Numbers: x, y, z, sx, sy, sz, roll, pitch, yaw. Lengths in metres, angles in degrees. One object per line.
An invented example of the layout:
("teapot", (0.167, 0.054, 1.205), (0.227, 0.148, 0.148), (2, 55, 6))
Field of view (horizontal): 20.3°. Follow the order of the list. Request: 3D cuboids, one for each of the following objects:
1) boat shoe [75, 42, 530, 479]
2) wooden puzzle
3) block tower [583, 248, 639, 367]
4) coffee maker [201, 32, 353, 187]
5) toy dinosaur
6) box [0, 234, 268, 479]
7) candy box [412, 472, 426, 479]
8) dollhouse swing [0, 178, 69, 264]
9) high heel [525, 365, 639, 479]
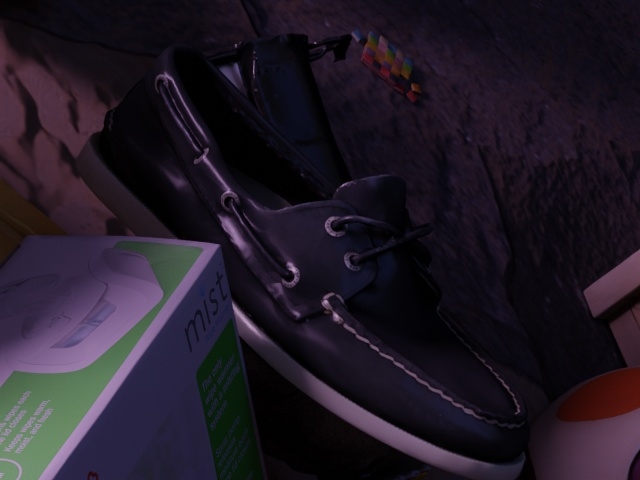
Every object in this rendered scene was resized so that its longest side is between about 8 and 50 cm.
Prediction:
("boat shoe", (0.002, 0.000, 1.018), (0.340, 0.113, 0.127), (41, 20, 33))
("wooden puzzle", (0.060, -0.160, 1.596), (0.083, 0.006, 0.049), (37, 37, -16))
("block tower", (0.395, 0.078, 1.657), (0.335, 0.091, 0.097), (10, 50, -41))
("coffee maker", (-0.024, -0.050, 1.271), (0.171, 0.120, 0.178), (-20, 82, -9))
("toy dinosaur", (-0.012, 0.093, 1.103), (0.121, 0.160, 0.313), (-60, 151, -23))
("box", (-0.132, 0.158, 0.901), (0.262, 0.127, 0.231), (-57, 144, -54))
("candy box", (0.036, 0.079, 1.331), (0.105, 0.027, 0.206), (28, 40, -21))
("dollhouse swing", (-0.216, -0.030, 0.966), (0.305, 0.315, 0.347), (29, 38, -8))
("high heel", (0.225, 0.235, 1.356), (0.377, 0.127, 0.181), (-46, 123, -59))
